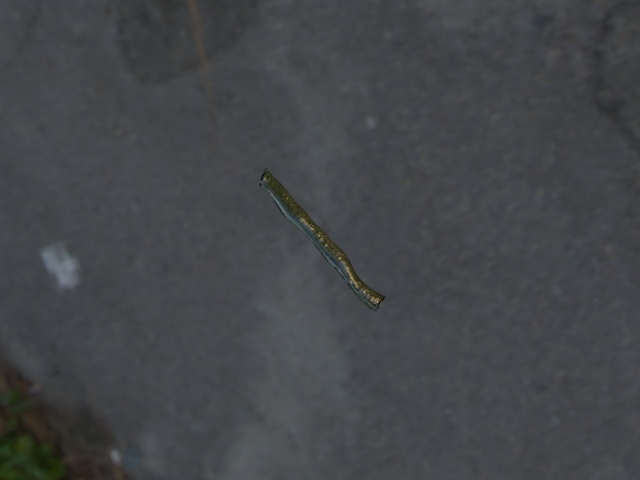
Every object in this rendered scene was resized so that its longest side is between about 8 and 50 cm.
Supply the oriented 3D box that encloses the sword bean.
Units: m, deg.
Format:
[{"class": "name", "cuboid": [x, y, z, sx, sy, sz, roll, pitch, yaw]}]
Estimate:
[{"class": "sword bean", "cuboid": [0.000, 0.000, 0.868, 0.083, 0.012, 0.012, 49, 142, -7]}]
